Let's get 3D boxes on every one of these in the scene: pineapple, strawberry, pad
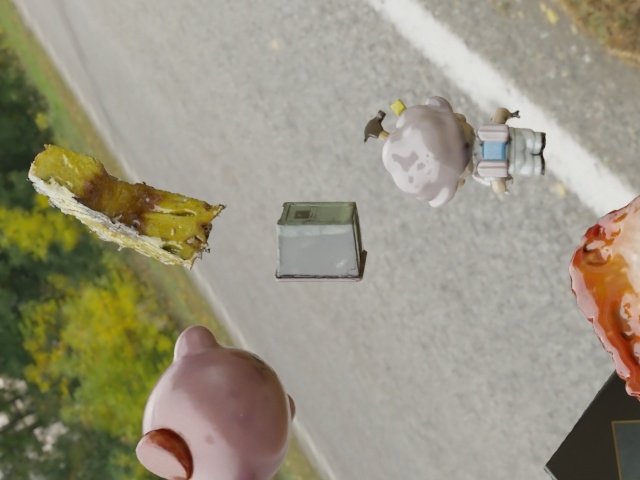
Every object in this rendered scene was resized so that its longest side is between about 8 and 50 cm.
[{"bbox_3d":[-0.214,-0.034,1.367,0.233,0.080,0.135,25,163,9],"label":"pineapple"},{"bbox_3d":[0.226,0.054,0.728,0.082,0.121,0.188,30,-136,-49],"label":"strawberry"},{"bbox_3d":[0.286,0.135,0.912,0.164,0.243,0.004,48,161,-16],"label":"pad"}]

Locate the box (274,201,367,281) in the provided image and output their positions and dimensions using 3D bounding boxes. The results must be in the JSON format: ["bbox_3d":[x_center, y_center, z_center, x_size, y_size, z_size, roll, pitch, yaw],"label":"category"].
[{"bbox_3d":[0.000,0.000,1.132,0.060,0.084,0.063,-73,-18,-62],"label":"box"}]

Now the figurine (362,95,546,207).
[{"bbox_3d":[0.165,-0.108,1.481,0.112,0.228,0.137,-72,-16,-75],"label":"figurine"}]

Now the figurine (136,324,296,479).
[{"bbox_3d":[-0.110,0.198,1.312,0.173,0.173,0.173,58,165,25],"label":"figurine"}]
